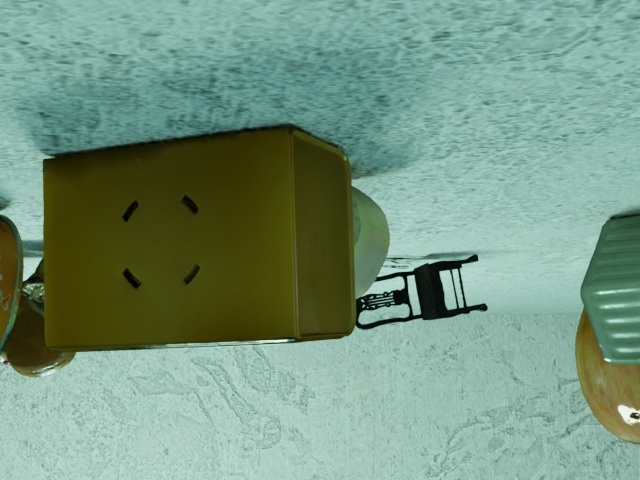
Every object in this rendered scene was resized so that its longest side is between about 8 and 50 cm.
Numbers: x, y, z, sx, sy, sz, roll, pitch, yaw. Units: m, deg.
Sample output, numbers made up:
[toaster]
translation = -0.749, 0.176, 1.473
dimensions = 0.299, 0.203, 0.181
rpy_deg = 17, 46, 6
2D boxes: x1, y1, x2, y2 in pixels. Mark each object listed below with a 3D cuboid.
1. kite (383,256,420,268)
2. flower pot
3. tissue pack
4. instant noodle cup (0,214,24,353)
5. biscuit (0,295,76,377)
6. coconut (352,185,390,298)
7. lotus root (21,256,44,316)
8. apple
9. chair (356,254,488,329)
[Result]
[kite]
translation = 0.044, 0.039, 1.974
dimensions = 0.285, 0.015, 0.152
rpy_deg = 2, 174, -13
[flower pot]
translation = 0.504, 0.066, 1.493
dimensions = 0.209, 0.239, 0.189
rpy_deg = 41, 152, -27
[tissue pack]
translation = -0.117, 0.010, 1.044
dimensions = 0.274, 0.194, 0.145
rpy_deg = -4, 172, 26
[instant noodle cup]
translation = -0.498, 0.055, 1.312
dimensions = 0.230, 0.230, 0.182
rpy_deg = -8, 160, 43
[biscuit]
translation = -0.530, 0.153, 1.847
dimensions = 0.324, 0.049, 0.205
rpy_deg = 19, -133, 38
[coconut]
translation = 0.000, 0.000, 1.181
dimensions = 0.147, 0.147, 0.152
rpy_deg = -4, 171, 18
[lotus root]
translation = -0.413, 0.074, 1.759
dimensions = 0.118, 0.125, 0.221
rpy_deg = 24, -174, 17
[apple]
translation = 0.657, 0.184, 1.933
dimensions = 0.391, 0.346, 0.391
rpy_deg = -5, 165, -1
[chair]
translation = 0.173, 0.100, 1.968
dimensions = 0.229, 0.106, 0.113
rpy_deg = -9, 174, -11
